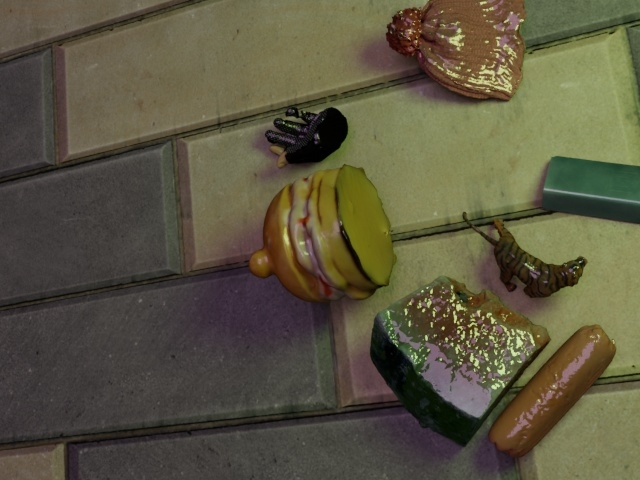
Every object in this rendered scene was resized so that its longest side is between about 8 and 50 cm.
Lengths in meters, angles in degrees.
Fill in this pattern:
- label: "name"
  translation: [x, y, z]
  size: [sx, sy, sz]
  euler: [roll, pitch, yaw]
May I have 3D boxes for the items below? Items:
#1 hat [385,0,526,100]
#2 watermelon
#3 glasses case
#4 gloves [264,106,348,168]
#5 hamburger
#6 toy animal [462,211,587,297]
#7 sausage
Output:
- label: "hat"
  translation: [0.272, -0.407, 1.502]
  size: [0.286, 0.107, 0.237]
  euler: [5, 80, -4]
- label: "watermelon"
  translation: [0.237, 0.207, 1.377]
  size: [0.264, 0.151, 0.302]
  euler: [43, 96, 22]
- label: "glasses case"
  translation: [0.553, -0.093, 1.372]
  size: [0.266, 0.056, 0.105]
  euler: [10, 84, 21]
- label: "gloves"
  translation: [-0.035, -0.215, 1.597]
  size: [0.180, 0.106, 0.129]
  euler: [-11, 73, 47]
- label: "hamburger"
  translation: [0.000, 0.000, 1.451]
  size: [0.237, 0.276, 0.276]
  euler: [-20, 74, 24]
- label: "toy animal"
  translation: [0.359, 0.028, 1.387]
  size: [0.255, 0.116, 0.114]
  euler: [33, 91, 23]
- label: "sausage"
  translation: [0.418, 0.272, 1.336]
  size: [0.086, 0.086, 0.289]
  euler: [41, 95, 22]
